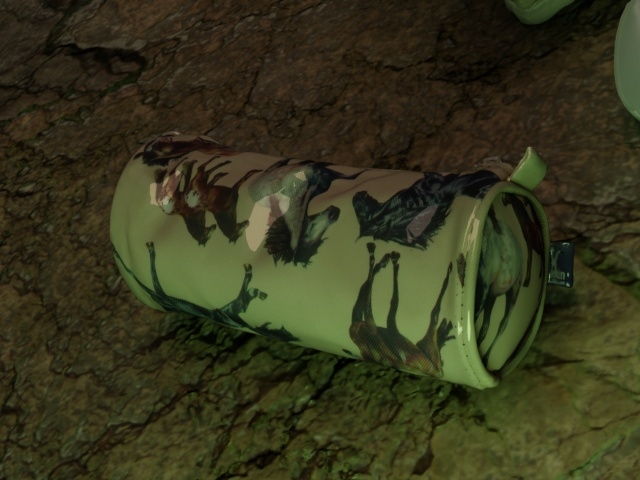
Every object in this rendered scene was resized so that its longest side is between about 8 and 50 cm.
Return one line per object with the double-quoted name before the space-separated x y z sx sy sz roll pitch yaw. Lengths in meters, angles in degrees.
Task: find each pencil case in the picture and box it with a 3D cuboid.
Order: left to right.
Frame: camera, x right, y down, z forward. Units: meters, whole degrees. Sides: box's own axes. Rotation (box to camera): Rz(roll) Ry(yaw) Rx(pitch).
"pencil case" 0.000 0.000 1.159 0.410 0.160 0.183 10 70 37

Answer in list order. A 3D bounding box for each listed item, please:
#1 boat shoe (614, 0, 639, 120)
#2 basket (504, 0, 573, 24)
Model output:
"boat shoe" 0.351 -0.238 1.251 0.113 0.105 0.306 11 78 24
"basket" 0.211 -0.457 1.329 0.328 0.266 0.331 -38 59 13
